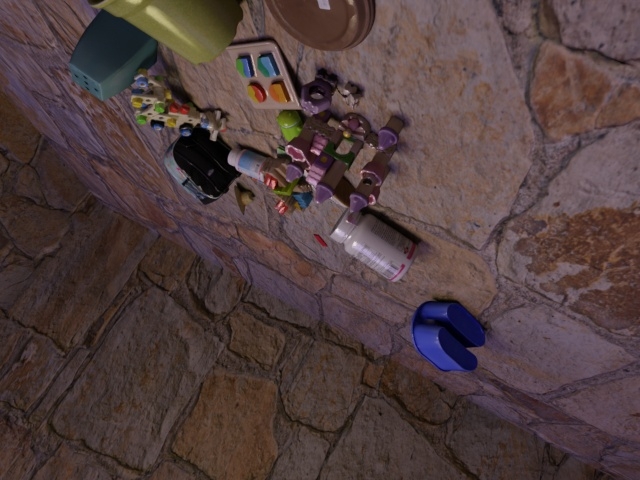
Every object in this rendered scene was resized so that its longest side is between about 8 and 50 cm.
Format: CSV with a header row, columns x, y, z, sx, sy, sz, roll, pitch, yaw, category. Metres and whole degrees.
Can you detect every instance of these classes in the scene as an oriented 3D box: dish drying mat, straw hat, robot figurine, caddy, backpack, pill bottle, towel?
x,y,z,sx,sy,sz,roll,pitch,yaw,category
0.000,0.000,2.194,0.032,0.008,0.083,11,152,44,dish drying mat
-0.321,-0.181,2.146,0.061,0.144,0.144,-15,150,1,straw hat
-0.086,-0.340,1.473,0.101,0.067,0.115,33,162,32,robot figurine
0.516,0.396,2.059,0.341,0.241,0.179,42,150,-24,caddy
-0.450,-0.288,1.872,0.253,0.225,0.191,46,150,-24,backpack
-0.252,-0.278,1.808,0.160,0.087,0.087,25,158,17,pill bottle
0.185,0.007,1.748,0.283,0.160,0.160,34,159,-5,pill bottle
-0.098,-0.262,1.733,0.113,0.023,0.152,26,156,9,towel

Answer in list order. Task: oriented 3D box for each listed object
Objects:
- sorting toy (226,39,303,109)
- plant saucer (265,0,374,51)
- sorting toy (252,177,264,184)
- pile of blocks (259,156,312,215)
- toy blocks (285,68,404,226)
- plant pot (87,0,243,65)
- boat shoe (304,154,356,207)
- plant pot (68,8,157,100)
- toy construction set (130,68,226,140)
x,y,z,sx,sy,sz,roll,pitch,yaw,category
-0.157,-0.439,1.359,0.193,0.038,0.208,13,144,40,sorting toy
-0.018,-0.509,1.048,0.278,0.041,0.277,27,158,12,plant saucer
-0.261,-0.251,1.983,0.083,0.012,0.062,27,159,11,sorting toy
-0.114,-0.158,1.799,0.149,0.112,0.362,23,164,22,pile of blocks
0.036,-0.212,1.325,0.289,0.260,0.309,29,159,7,toy blocks
-0.323,-0.546,1.121,0.276,0.275,0.254,11,163,42,plant pot
0.001,-0.198,1.628,0.096,0.098,0.277,2,145,51,boat shoe
-0.634,-0.555,1.507,0.166,0.234,0.165,36,158,-9,plant pot
-0.478,-0.435,1.666,0.328,0.151,0.215,19,152,-29,toy construction set
